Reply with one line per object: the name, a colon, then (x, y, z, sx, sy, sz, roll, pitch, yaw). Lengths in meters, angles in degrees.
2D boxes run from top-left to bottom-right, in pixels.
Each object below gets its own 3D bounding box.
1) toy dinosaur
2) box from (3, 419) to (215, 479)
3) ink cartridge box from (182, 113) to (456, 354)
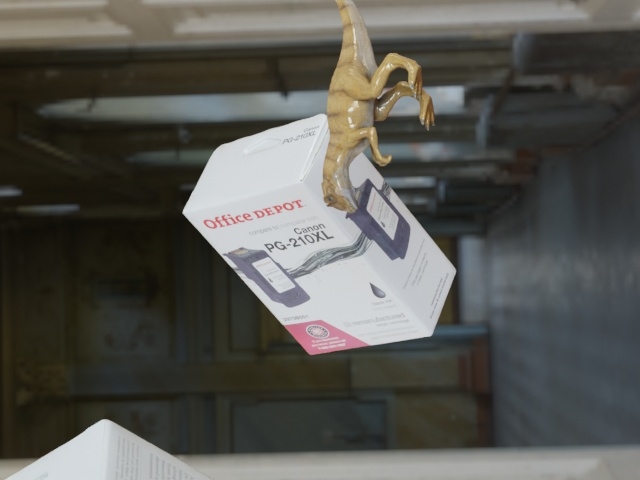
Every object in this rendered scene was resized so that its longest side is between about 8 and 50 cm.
toy dinosaur: (0.033, -0.130, 1.126, 0.064, 0.112, 0.212, 15, -102, -68)
box: (-0.117, 0.207, 0.858, 0.170, 0.130, 0.091, 38, -146, -36)
ink cartridge box: (0.000, 0.000, 1.419, 0.237, 0.172, 0.100, 50, -133, -29)
